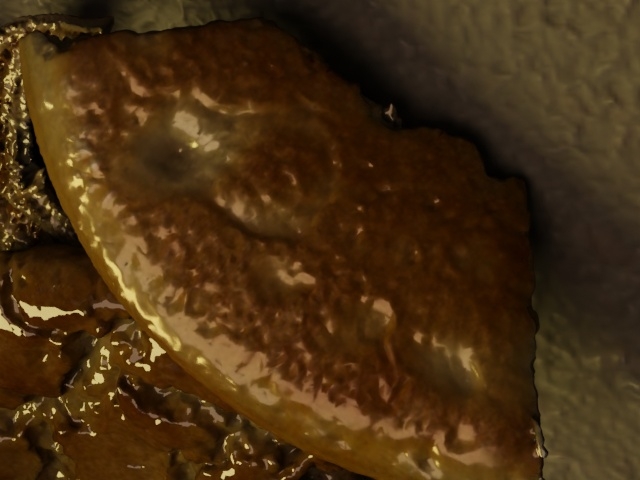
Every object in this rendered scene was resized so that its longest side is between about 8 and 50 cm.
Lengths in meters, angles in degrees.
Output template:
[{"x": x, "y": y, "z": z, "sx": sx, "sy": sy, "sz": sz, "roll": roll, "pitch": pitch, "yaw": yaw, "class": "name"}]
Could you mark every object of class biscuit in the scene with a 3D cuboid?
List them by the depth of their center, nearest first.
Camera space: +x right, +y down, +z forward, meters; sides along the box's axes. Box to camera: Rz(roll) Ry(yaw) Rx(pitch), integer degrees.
[{"x": -0.087, "y": 0.090, "z": 0.861, "sx": 0.225, "sy": 0.042, "sz": 0.226, "roll": 12, "pitch": 134, "yaw": 13, "class": "biscuit"}]

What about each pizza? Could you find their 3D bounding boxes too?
[{"x": -0.006, "y": 0.002, "z": 0.760, "sx": 0.271, "sy": 0.056, "sz": 0.134, "roll": 31, "pitch": 82, "yaw": 2, "class": "pizza"}]

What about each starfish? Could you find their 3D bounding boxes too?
[{"x": -0.143, "y": -0.018, "z": 0.854, "sx": 0.238, "sy": 0.057, "sz": 0.213, "roll": 21, "pitch": 127, "yaw": 0, "class": "starfish"}]
